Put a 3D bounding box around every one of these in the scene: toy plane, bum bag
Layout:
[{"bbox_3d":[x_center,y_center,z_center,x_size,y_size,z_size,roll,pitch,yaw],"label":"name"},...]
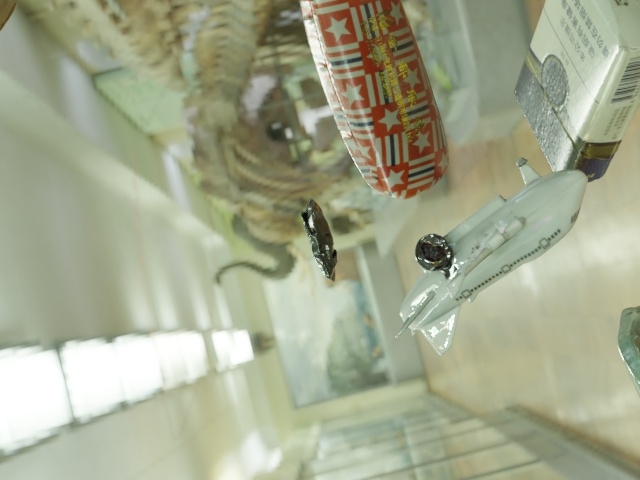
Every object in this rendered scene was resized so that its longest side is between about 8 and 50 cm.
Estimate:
[{"bbox_3d":[0.173,0.007,1.380,0.101,0.255,0.251,46,-174,10],"label":"toy plane"},{"bbox_3d":[0.001,0.000,1.840,0.058,0.034,0.124,-85,-23,-75],"label":"bum bag"}]

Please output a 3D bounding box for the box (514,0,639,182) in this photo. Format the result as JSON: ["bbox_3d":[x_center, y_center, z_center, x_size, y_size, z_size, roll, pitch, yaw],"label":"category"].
[{"bbox_3d":[0.314,-0.205,1.557,0.259,0.071,0.168,102,151,-54],"label":"box"}]

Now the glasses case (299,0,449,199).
[{"bbox_3d":[0.042,-0.117,0.949,0.049,0.073,0.194,16,134,54],"label":"glasses case"}]

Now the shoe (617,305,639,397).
[{"bbox_3d":[0.381,0.120,1.471,0.079,0.078,0.195,63,-165,-12],"label":"shoe"}]

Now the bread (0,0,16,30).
[{"bbox_3d":[-0.528,-0.364,1.885,0.209,0.192,0.110,-64,-31,-19],"label":"bread"}]
